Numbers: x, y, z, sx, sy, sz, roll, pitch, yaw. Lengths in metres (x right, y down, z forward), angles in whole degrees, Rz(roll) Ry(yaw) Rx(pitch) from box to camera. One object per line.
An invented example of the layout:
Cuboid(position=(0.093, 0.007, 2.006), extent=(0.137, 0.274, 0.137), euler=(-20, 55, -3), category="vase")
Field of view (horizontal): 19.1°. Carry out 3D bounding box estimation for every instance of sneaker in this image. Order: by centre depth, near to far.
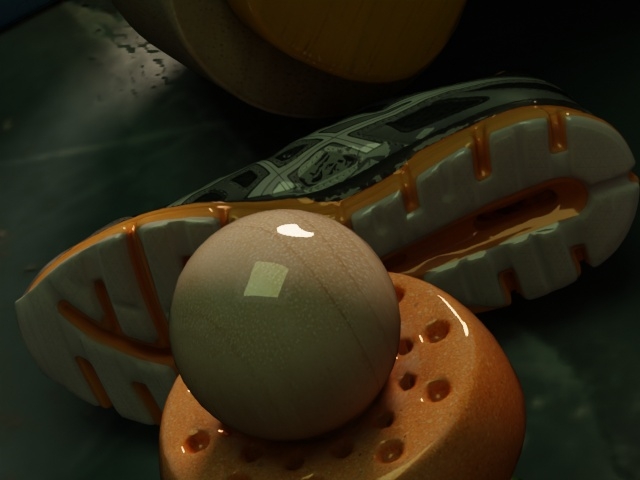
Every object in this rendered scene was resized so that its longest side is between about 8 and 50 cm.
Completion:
Cuboid(position=(0.000, 0.000, 0.655), extent=(0.215, 0.084, 0.083), euler=(-16, 28, 3), category="sneaker")

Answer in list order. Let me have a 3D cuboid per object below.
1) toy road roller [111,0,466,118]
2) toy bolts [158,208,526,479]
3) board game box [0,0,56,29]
Cuboid(position=(0.081, -0.187, 0.734), extent=(0.329, 0.241, 0.202), euler=(-65, 23, 6), category="toy road roller")
Cuboid(position=(0.060, 0.089, 0.461), extent=(0.229, 0.158, 0.218), euler=(-8, 43, 17), category="toy bolts")
Cuboid(position=(-0.169, -0.167, 0.841), extent=(0.210, 0.160, 0.047), euler=(-27, 40, -5), category="board game box")
